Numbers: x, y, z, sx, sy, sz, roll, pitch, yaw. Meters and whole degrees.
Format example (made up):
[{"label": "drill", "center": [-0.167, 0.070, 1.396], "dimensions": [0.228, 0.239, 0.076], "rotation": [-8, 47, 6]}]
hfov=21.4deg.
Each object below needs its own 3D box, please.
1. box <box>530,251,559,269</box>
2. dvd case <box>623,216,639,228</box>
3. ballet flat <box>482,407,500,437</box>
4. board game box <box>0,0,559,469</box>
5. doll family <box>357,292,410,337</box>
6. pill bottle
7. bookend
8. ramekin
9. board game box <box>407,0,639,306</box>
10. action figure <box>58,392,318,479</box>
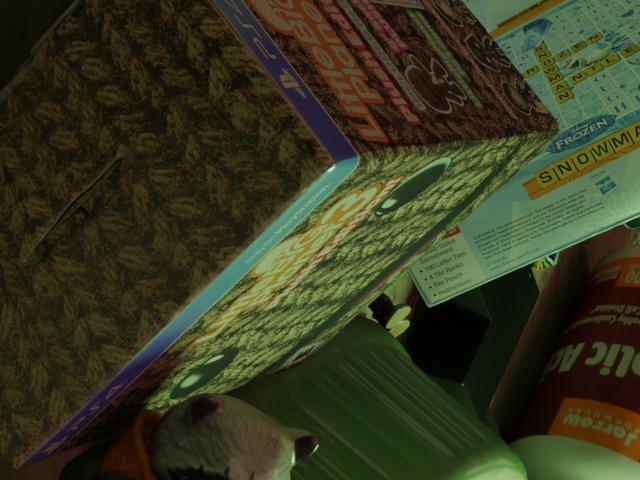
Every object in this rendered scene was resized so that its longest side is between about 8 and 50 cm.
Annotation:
[{"label": "box", "center": [0.204, -0.062, 1.594], "dimensions": [0.054, 0.059, 0.169], "rotation": [-11, 113, -62]}, {"label": "dvd case", "center": [0.248, -0.146, 1.551], "dimensions": [0.239, 0.029, 0.179], "rotation": [46, 42, -46]}, {"label": "ballet flat", "center": [0.132, 0.281, 1.590], "dimensions": [0.280, 0.096, 0.095], "rotation": [-63, 151, -25]}, {"label": "board game box", "center": [-0.044, -0.031, 0.891], "dimensions": [0.232, 0.141, 0.291], "rotation": [-43, 166, 26]}, {"label": "doll family", "center": [0.000, 0.000, 1.168], "dimensions": [0.076, 0.111, 0.193], "rotation": [-29, 151, -13]}, {"label": "pill bottle", "center": [0.320, 0.213, 1.789], "dimensions": [0.392, 0.224, 0.224], "rotation": [-59, 150, -32]}, {"label": "bookend", "center": [0.117, 0.062, 1.470], "dimensions": [0.157, 0.072, 0.156], "rotation": [-63, 151, -23]}, {"label": "ramekin", "center": [0.003, 0.216, 1.137], "dimensions": [0.303, 0.148, 0.303], "rotation": [-38, 148, -30]}, {"label": "board game box", "center": [0.140, -0.150, 1.044], "dimensions": [0.318, 0.318, 0.066], "rotation": [59, 13, -30]}, {"label": "action figure", "center": [-0.121, 0.213, 0.811], "dimensions": [0.330, 0.178, 0.341], "rotation": [-54, -177, 5]}]
